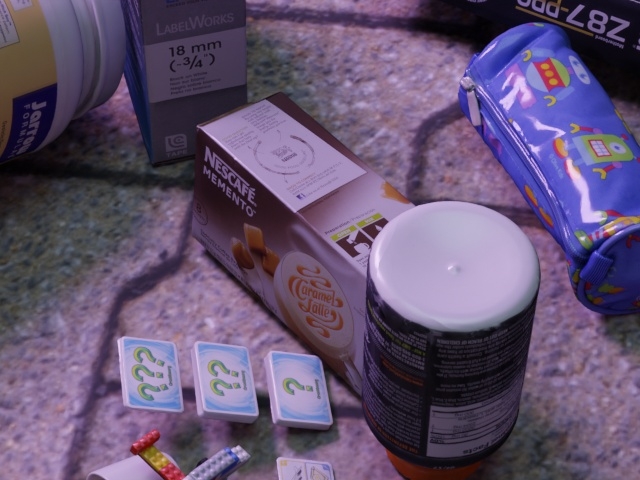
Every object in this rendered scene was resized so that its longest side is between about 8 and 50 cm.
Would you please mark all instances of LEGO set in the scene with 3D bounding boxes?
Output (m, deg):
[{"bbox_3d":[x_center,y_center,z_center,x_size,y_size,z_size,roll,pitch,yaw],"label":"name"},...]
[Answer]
[{"bbox_3d":[-0.065,0.169,1.447,0.183,0.060,0.244,9,45,-19],"label":"LEGO set"}]

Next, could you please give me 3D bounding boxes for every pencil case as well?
[{"bbox_3d":[0.228,-0.072,1.649,0.133,0.119,0.306,-3,46,-26],"label":"pencil case"}]

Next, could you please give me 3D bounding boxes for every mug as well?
[{"bbox_3d":[-0.144,0.208,1.453,0.064,0.078,0.062,-28,21,-33],"label":"mug"}]

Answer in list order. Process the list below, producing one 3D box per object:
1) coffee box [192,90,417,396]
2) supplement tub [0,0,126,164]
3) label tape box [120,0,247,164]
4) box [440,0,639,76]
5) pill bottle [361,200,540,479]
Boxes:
[{"bbox_3d":[0.000,0.000,1.567,0.098,0.141,0.246,-27,54,-31],"label":"coffee box"},{"bbox_3d":[-0.368,-0.166,1.633,0.331,0.241,0.241,-26,52,-37],"label":"supplement tub"},{"bbox_3d":[-0.145,-0.275,1.687,0.106,0.333,0.240,-12,50,-10],"label":"label tape box"},{"bbox_3d":[0.276,-0.321,1.849,0.395,0.097,0.318,22,46,16],"label":"box"},{"bbox_3d":[0.097,0.093,1.419,0.130,0.245,0.130,1,50,-1],"label":"pill bottle"}]
